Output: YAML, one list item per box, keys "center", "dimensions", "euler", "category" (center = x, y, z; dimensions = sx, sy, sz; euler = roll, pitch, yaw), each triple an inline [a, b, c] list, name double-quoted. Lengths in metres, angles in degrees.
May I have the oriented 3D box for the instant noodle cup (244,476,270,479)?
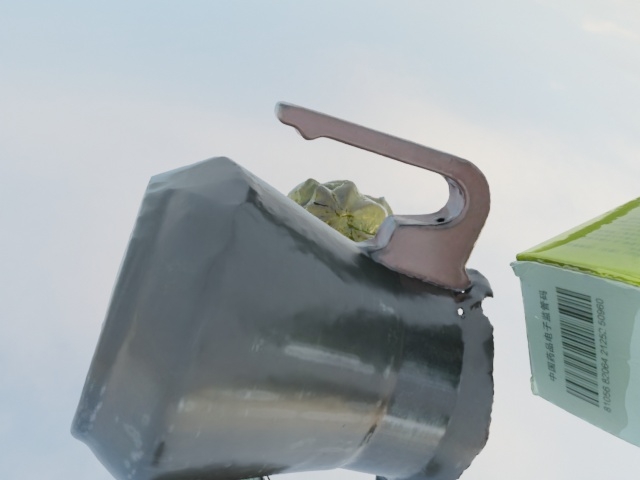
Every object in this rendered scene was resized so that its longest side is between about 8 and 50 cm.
- center: [-0.121, 0.329, 0.610]
  dimensions: [0.215, 0.172, 0.216]
  euler: [-6, -152, 3]
  category: "instant noodle cup"

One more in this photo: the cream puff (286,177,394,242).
- center: [0.000, 0.000, 1.299]
  dimensions: [0.378, 0.275, 0.378]
  euler: [-9, -131, 10]
  category: "cream puff"

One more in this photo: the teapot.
- center: [-0.011, 0.069, 0.584]
  dimensions: [0.361, 0.376, 0.305]
  euler: [17, -167, -17]
  category: "teapot"

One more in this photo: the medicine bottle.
- center: [0.296, 0.043, 0.491]
  dimensions: [0.250, 0.137, 0.141]
  euler: [-20, -160, -25]
  category: "medicine bottle"
